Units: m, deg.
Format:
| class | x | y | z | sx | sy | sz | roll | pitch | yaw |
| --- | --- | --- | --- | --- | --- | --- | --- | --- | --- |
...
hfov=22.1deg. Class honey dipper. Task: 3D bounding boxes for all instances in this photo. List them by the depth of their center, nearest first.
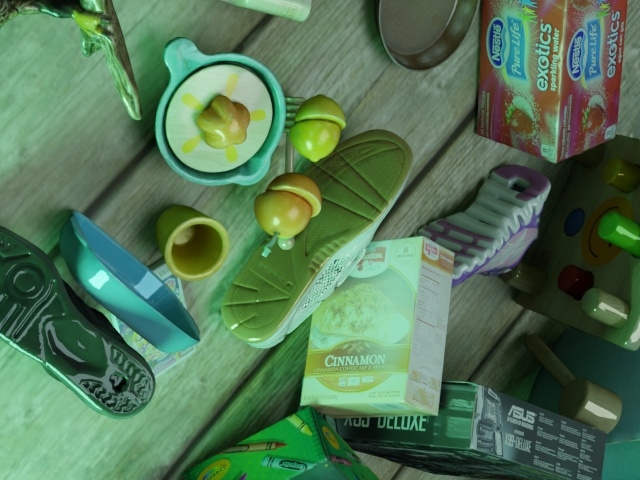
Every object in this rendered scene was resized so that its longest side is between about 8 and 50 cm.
| class | x | y | z | sx | sy | sz | roll | pitch | yaw |
| --- | --- | --- | --- | --- | --- | --- | --- | --- | --- |
| honey dipper | -0.034 | -0.071 | 1.723 | 0.030 | 0.030 | 0.160 | 0 | 94 | -47 |

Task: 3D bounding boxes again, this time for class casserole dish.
| class | x | y | z | sx | sy | sz | roll | pitch | yaw |
| --- | --- | --- | --- | --- | --- | --- | --- | --- | --- |
| casserole dish | -0.188 | 0.045 | 1.580 | 0.037 | 0.114 | 0.188 | -42 | 130 | 7 |

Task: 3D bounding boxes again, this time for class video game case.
| class | x | y | z | sx | sy | sz | roll | pitch | yaw |
| --- | --- | --- | --- | --- | --- | --- | --- | --- | --- |
| video game case | -0.173 | 0.086 | 1.690 | 0.087 | 0.011 | 0.122 | -33 | 129 | -32 |

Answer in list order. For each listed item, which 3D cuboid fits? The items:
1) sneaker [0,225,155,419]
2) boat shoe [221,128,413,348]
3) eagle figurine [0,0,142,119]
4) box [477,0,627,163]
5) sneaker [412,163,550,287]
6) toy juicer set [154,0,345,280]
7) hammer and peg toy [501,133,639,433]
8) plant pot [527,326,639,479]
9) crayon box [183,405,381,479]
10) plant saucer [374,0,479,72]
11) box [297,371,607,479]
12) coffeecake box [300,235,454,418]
| class | x | y | z | sx | sy | sz | roll | pitch | yaw |
| --- | --- | --- | --- | --- | --- | --- | --- | --- | --- |
| sneaker | -0.260 | 0.074 | 1.548 | 0.227 | 0.130 | 0.087 | 44 | 78 | -19 |
| boat shoe | 0.000 | 0.000 | 1.780 | 0.277 | 0.098 | 0.096 | -49 | 160 | -5 |
| eagle figurine | -0.312 | -0.186 | 1.316 | 0.298 | 0.225 | 0.226 | -15 | 78 | -10 |
| box | 0.272 | -0.237 | 1.926 | 0.123 | 0.128 | 0.256 | -22 | 124 | -39 |
| sneaker | 0.194 | 0.009 | 1.993 | 0.236 | 0.095 | 0.104 | -37 | 139 | -31 |
| toy juicer set | -0.065 | -0.128 | 1.606 | 0.209 | 0.089 | 0.329 | -11 | 116 | -22 |
| hammer and peg toy | 0.337 | 0.041 | 2.050 | 0.127 | 0.266 | 0.361 | 24 | 90 | -27 |
| plant pot | 0.403 | 0.211 | 2.203 | 0.290 | 0.290 | 0.195 | 23 | 56 | -50 |
| crayon box | -0.013 | 0.314 | 1.859 | 0.165 | 0.081 | 0.278 | -29 | 137 | 10 |
| plant saucer | 0.114 | -0.271 | 1.817 | 0.168 | 0.029 | 0.168 | -23 | 125 | -38 |
| box | 0.157 | 0.226 | 1.927 | 0.307 | 0.242 | 0.076 | 24 | 71 | -49 |
| coffeecake box | 0.063 | 0.097 | 1.801 | 0.068 | 0.142 | 0.185 | 27 | 64 | -47 |
